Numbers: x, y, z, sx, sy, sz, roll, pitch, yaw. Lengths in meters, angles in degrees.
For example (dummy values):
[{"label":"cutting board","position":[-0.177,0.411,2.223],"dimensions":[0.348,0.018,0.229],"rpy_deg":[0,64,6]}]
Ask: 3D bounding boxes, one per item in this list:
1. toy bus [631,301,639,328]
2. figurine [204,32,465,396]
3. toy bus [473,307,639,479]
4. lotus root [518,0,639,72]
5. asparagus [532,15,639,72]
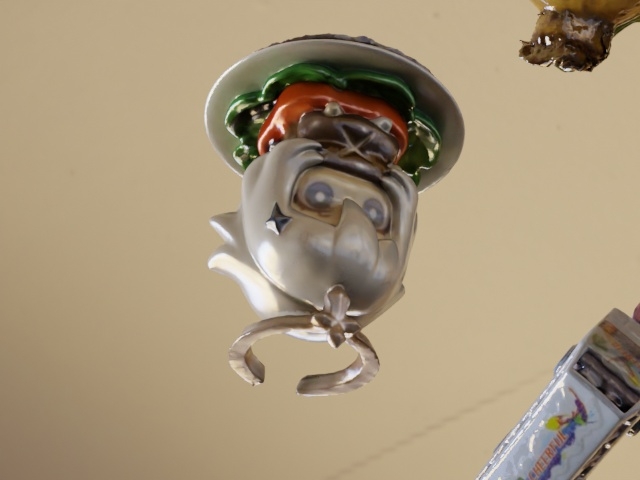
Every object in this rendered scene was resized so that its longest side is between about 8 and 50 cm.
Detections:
[{"label":"toy bus","position":[0.402,0.132,1.593],"dimensions":[0.063,0.203,0.090],"rpy_deg":[-39,-29,-26]},{"label":"figurine","position":[0.000,0.000,0.738],"dimensions":[0.132,0.154,0.132],"rpy_deg":[4,-35,3]},{"label":"toy bus","position":[0.245,0.221,1.662],"dimensions":[0.109,0.136,0.330],"rpy_deg":[40,-46,12]},{"label":"lotus root","position":[0.218,-0.274,1.191],"dimensions":[0.146,0.131,0.303],"rpy_deg":[16,-82,-4]},{"label":"asparagus","position":[0.313,-0.262,1.535],"dimensions":[0.060,0.067,0.278],"rpy_deg":[-9,-28,-47]}]
